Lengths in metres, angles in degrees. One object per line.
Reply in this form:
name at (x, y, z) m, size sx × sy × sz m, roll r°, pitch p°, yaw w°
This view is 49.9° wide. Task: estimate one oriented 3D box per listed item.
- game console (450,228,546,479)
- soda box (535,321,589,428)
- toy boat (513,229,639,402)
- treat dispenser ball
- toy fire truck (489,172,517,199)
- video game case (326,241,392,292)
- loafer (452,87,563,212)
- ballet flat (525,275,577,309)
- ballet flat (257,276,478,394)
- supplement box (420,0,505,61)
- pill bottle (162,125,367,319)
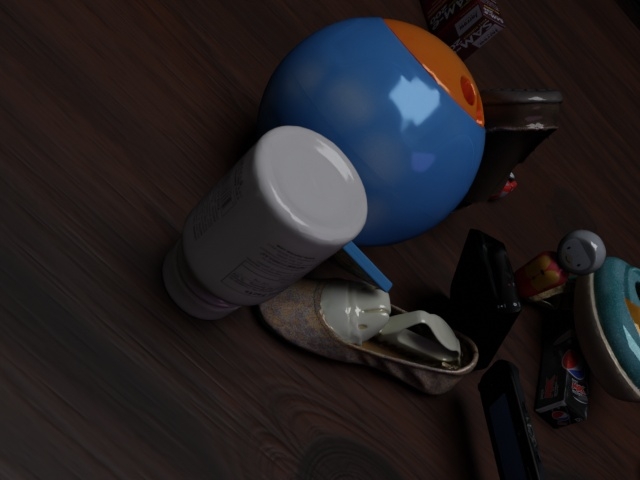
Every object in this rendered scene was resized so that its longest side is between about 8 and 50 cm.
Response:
game console at (0.232, 0.177, 0.891) m, size 0.044 × 0.213 × 0.361 m, roll -7°, pitch 60°, yaw -2°
soda box at (0.393, 0.214, 1.106) m, size 0.053 × 0.060 × 0.169 m, roll 41°, pitch 43°, yaw -13°
toy boat at (0.455, 0.103, 1.081) m, size 0.318 × 0.148 × 0.267 m, roll 33°, pitch 42°, yaw -22°
treat dispenser ball at (0.063, -0.135, 0.878) m, size 0.288 × 0.288 × 0.288 m, roll 22°, pitch 50°, yaw -30°
toy fire truck at (0.269, -0.153, 1.252) m, size 0.135 × 0.047 × 0.192 m, roll -25°, pitch 82°, yaw -47°
video game case at (0.000, 0.000, 0.822) m, size 0.015 × 0.166 × 0.119 m, roll -53°, pitch 131°, yaw -8°
loafer at (0.253, -0.121, 1.023) m, size 0.134 × 0.366 × 0.130 m, roll -2°, pitch 80°, yaw -6°
ballet flat at (0.425, 0.091, 1.227) m, size 0.206 × 0.073 × 0.067 m, roll 8°, pitch 86°, yaw -35°
ballet flat at (0.074, 0.105, 0.864) m, size 0.316 × 0.106 × 0.107 m, roll 23°, pitch 50°, yaw -28°
supplement box at (0.284, -0.504, 1.438) m, size 0.073 × 0.130 × 0.239 m, roll 11°, pitch 55°, yaw -37°
pill bottle at (-0.069, -0.006, 0.718) m, size 0.131 × 0.229 × 0.131 m, roll 22°, pitch 50°, yaw -29°
